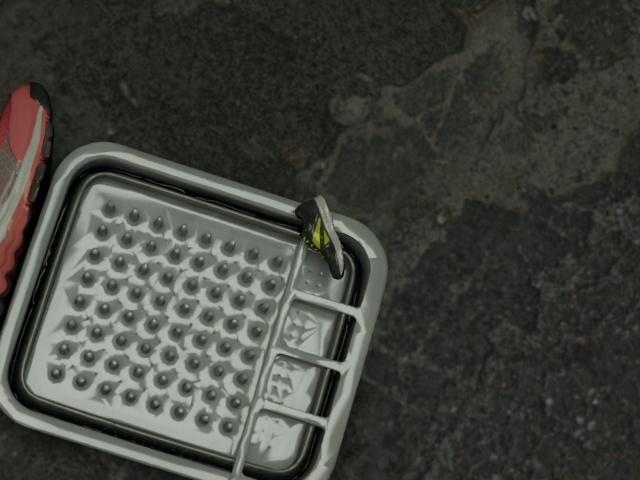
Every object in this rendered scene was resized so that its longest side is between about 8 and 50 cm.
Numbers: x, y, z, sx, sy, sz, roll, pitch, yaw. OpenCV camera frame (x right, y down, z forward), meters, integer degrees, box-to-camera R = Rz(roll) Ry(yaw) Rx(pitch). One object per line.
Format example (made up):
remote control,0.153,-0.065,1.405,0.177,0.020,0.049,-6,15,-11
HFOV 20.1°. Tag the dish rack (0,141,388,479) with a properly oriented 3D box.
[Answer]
dish rack,-0.124,0.080,1.715,0.333,0.072,0.285,18,76,-7

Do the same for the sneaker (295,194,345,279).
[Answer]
sneaker,0.000,0.000,1.709,0.035,0.031,0.083,-18,77,0

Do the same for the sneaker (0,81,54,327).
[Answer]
sneaker,-0.337,-0.013,1.670,0.136,0.116,0.314,18,76,-6
